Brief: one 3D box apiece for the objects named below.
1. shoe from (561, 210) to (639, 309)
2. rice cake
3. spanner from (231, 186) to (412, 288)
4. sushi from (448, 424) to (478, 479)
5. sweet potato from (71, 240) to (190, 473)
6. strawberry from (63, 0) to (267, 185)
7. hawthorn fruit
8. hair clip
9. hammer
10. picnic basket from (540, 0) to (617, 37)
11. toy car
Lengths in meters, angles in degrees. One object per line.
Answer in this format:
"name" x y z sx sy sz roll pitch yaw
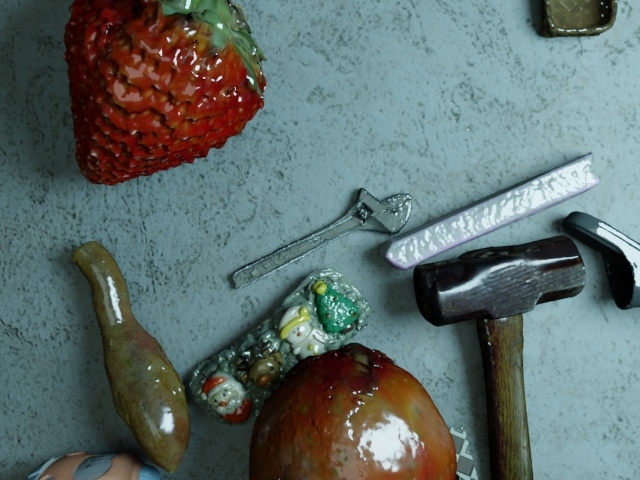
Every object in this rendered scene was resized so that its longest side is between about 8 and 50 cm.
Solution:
"shoe" 0.456 0.054 0.785 0.241 0.108 0.093 36 96 10
"rice cake" 0.261 -0.041 0.815 0.364 0.072 0.056 -23 90 3
"spanner" 0.000 0.000 0.860 0.325 0.026 0.093 -27 90 7
"sushi" 0.189 0.368 0.852 0.120 0.026 0.126 -16 84 12
"sweet potato" -0.302 0.183 0.854 0.109 0.109 0.386 -28 77 5
"strawberry" -0.251 -0.233 0.781 0.351 0.267 0.312 -40 59 33
"hawthorn fruit" 0.050 0.309 0.738 0.315 0.316 0.316 0 92 5
"hair clip" -0.068 0.181 0.836 0.321 0.091 0.138 -41 91 6
"hammer" 0.284 0.209 0.800 0.242 0.095 0.410 -9 97 -6
"picnic basket" 0.384 -0.402 0.799 0.109 0.055 0.194 0 92 6
"toy car" -0.339 0.458 0.832 0.212 0.180 0.271 -22 91 -5
